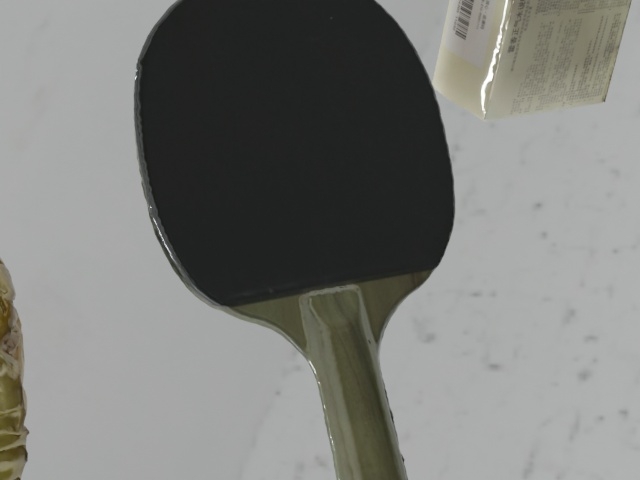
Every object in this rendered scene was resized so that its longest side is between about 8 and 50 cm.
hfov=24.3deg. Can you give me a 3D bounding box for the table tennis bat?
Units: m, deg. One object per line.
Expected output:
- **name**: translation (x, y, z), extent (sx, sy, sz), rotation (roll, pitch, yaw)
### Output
- **table tennis bat**: translation (0.000, 0.000, 0.623), extent (0.138, 0.022, 0.246), rotation (-10, -101, -18)

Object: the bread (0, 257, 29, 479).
- **bread**: translation (-0.252, 0.067, 0.871), extent (0.133, 0.250, 0.179), rotation (-6, -59, -19)

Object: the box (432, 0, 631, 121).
- **box**: translation (0.213, -0.235, 1.442), extent (0.168, 0.095, 0.212), rotation (-12, -54, -35)
